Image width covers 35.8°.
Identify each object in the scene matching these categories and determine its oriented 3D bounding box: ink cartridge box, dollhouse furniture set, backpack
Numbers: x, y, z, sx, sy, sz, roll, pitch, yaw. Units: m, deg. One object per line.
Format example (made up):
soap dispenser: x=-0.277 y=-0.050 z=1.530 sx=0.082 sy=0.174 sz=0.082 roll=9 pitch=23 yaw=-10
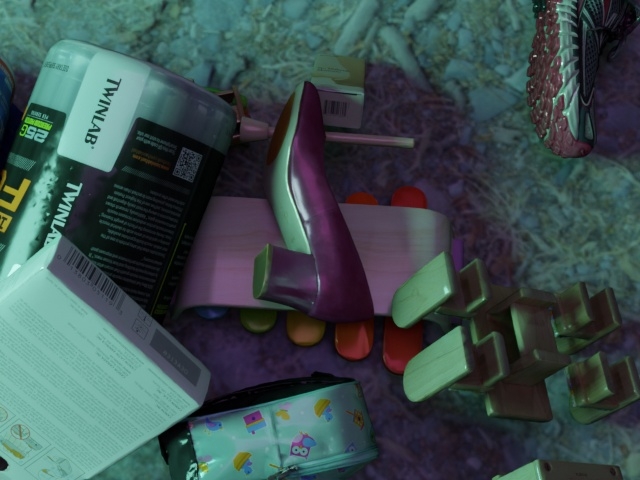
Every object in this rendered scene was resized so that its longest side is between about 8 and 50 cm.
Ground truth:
ink cartridge box: x=-0.236 y=0.124 z=0.858 sx=0.224 sy=0.056 sz=0.181 roll=-34 pitch=112 yaw=25
dollhouse furniture set: x=0.173 y=0.160 z=0.943 sx=0.212 sy=0.161 sz=0.242 roll=11 pitch=56 yaw=-28
backpack: x=-0.037 y=0.199 z=0.920 sx=0.188 sy=0.166 sz=0.144 roll=-21 pitch=76 yaw=-4

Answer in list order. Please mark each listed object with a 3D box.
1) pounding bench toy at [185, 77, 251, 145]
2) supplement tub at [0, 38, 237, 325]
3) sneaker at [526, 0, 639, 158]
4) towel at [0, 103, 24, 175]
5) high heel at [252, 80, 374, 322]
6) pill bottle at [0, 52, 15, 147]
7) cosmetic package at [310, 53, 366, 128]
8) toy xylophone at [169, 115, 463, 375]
pounding bench toy: x=-0.113 y=-0.146 z=1.092 sx=0.065 sy=0.052 sz=0.083 roll=-13 pitch=72 yaw=-6
supplement tub: x=-0.219 y=-0.014 z=0.951 sx=0.193 sy=0.193 sz=0.316 roll=20 pitch=88 yaw=5
sneaker: x=0.296 y=-0.232 z=1.095 sx=0.112 sy=0.121 sz=0.299 roll=9 pitch=71 yaw=0
towel: x=-0.426 y=-0.029 z=1.041 sx=0.308 sy=0.076 sz=0.227 roll=-42 pitch=84 yaw=-14
high heel: x=0.006 y=-0.040 z=0.970 sx=0.117 sy=0.082 sz=0.244 roll=15 pitch=60 yaw=-19
pill bottle: x=-0.366 y=-0.081 z=0.927 sx=0.124 sy=0.124 sz=0.221 roll=2 pitch=58 yaw=-1
cosmetic package: x=0.018 y=-0.163 z=1.072 sx=0.060 sy=0.041 sz=0.115 roll=6 pitch=29 yaw=-1
toy xylophone: x=0.000 y=0.000 z=1.030 sx=0.322 sy=0.081 sz=0.236 roll=11 pitch=72 yaw=2
